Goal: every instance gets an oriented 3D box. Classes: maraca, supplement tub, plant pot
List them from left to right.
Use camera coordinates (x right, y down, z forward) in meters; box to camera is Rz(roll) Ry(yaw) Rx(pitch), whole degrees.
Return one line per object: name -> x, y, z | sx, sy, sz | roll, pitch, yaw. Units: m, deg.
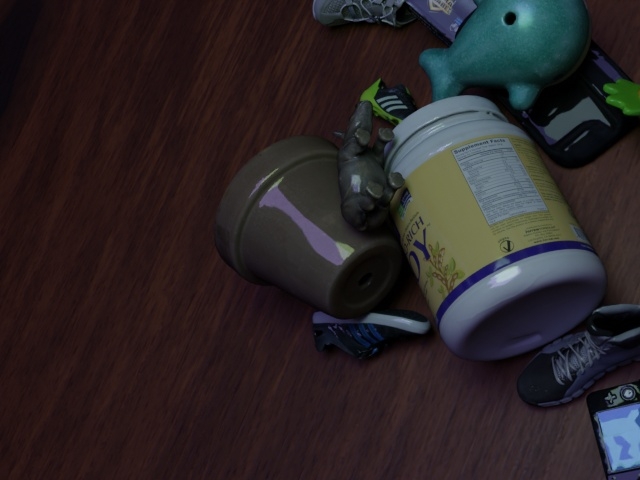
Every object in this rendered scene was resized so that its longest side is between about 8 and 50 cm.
plant pot -> 0.000, 0.000, 1.397 | 0.263, 0.263, 0.229 | -49, 53, 2
supplement tub -> 0.234, -0.021, 1.292 | 0.241, 0.241, 0.331 | -30, 57, 15
maraca -> 0.500, -0.194, 1.284 | 0.186, 0.099, 0.127 | 11, 33, 3

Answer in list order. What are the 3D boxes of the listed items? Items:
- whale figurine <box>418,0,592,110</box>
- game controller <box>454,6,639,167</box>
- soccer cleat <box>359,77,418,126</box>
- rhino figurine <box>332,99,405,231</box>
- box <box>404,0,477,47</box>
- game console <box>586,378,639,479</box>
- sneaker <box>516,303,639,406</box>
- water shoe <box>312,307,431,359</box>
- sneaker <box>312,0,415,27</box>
whale figurine -> 0.264, -0.296, 1.345 | 0.272, 0.141, 0.216 | -21, 79, 30
game controller -> 0.353, -0.269, 1.413 | 0.166, 0.067, 0.319 | -44, 68, 22
soccer cleat -> 0.141, -0.229, 1.549 | 0.072, 0.060, 0.179 | -51, 52, -1
rhino figurine -> 0.061, -0.117, 1.307 | 0.106, 0.073, 0.243 | 119, 154, -45
box -> 0.278, -0.394, 1.512 | 0.175, 0.051, 0.220 | -45, 72, 4
game console -> 0.414, 0.246, 1.166 | 0.124, 0.085, 0.144 | -19, 60, 21
sneaker -> 0.356, 0.143, 1.216 | 0.229, 0.132, 0.086 | -31, 57, 14
water shoe -> 0.082, 0.149, 1.419 | 0.203, 0.073, 0.080 | 2, 94, 32
sneaker -> 0.113, -0.438, 1.628 | 0.281, 0.105, 0.115 | -12, 63, 24
